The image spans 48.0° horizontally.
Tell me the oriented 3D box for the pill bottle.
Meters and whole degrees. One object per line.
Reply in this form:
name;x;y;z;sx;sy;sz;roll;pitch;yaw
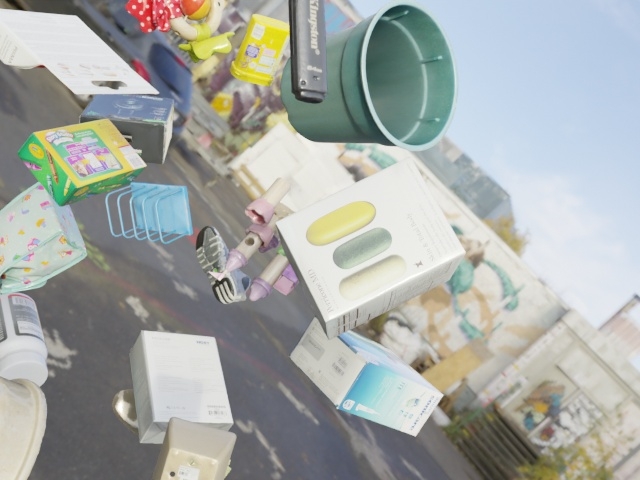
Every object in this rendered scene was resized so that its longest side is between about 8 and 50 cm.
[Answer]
pill bottle;-0.893;0.301;2.104;0.161;0.161;0.283;45;8;-48

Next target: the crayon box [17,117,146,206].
crayon box;-0.578;-0.198;1.770;0.165;0.081;0.278;51;28;2

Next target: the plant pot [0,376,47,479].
plant pot;-0.617;0.269;0.994;0.305;0.334;0.334;46;3;-34

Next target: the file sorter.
file sorter;-0.405;-0.064;1.688;0.170;0.118;0.104;7;21;30

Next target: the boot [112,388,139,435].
boot;-0.470;0.514;2.065;0.305;0.112;0.115;35;-14;-25

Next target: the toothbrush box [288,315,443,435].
toothbrush box;0.107;0.314;1.662;0.295;0.126;0.216;31;4;-40

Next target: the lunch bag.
lunch bag;-0.810;0.005;1.990;0.223;0.262;0.160;57;1;32

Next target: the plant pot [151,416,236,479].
plant pot;-0.194;0.341;1.077;0.108;0.109;0.096;17;0;-4

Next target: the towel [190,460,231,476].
towel;-0.253;0.495;1.479;0.027;0.148;0.110;18;-27;43

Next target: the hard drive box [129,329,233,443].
hard drive box;-0.307;0.319;1.568;0.181;0.089;0.232;11;41;-31

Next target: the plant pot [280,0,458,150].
plant pot;0.101;-0.377;1.752;0.334;0.341;0.341;2;-35;48

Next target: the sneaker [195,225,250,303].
sneaker;-0.262;0.073;1.987;0.132;0.086;0.229;16;51;-62

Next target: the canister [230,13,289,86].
canister;-0.161;-0.520;1.969;0.126;0.170;0.073;6;38;-32

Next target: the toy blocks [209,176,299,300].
toy blocks;-0.082;0.070;1.767;0.288;0.260;0.309;33;-27;8

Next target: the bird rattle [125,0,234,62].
bird rattle;-0.326;-0.546;1.720;0.253;0.207;0.143;33;-23;-32

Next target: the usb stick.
usb stick;-0.023;-0.377;1.235;0.045;0.278;0.077;-4;-3;40

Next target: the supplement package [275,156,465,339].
supplement package;0.085;0.021;1.289;0.199;0.262;0.198;62;-6;15

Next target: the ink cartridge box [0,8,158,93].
ink cartridge box;-0.408;-0.287;1.167;0.232;0.066;0.189;46;29;14

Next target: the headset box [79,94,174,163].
headset box;-0.584;-0.343;2.186;0.246;0.131;0.283;6;27;-7
